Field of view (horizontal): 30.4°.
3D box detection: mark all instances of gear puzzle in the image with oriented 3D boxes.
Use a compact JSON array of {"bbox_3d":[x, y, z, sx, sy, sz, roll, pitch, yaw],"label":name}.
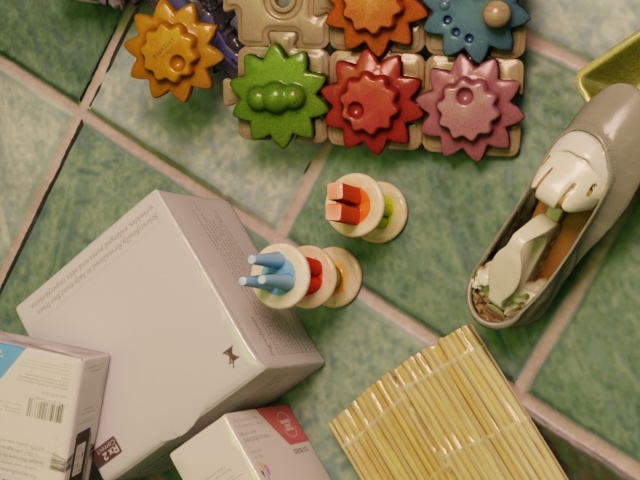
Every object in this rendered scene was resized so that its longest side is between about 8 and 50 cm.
[{"bbox_3d":[-0.004,-0.157,0.948,0.339,0.044,0.175,5,105,14],"label":"gear puzzle"}]

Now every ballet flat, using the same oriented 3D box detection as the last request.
[{"bbox_3d":[0.174,-0.018,0.868,0.072,0.068,0.213,42,122,28],"label":"ballet flat"}]

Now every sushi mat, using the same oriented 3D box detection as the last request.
[{"bbox_3d":[0.139,0.235,0.927,0.151,0.019,0.316,-37,72,20],"label":"sushi mat"}]

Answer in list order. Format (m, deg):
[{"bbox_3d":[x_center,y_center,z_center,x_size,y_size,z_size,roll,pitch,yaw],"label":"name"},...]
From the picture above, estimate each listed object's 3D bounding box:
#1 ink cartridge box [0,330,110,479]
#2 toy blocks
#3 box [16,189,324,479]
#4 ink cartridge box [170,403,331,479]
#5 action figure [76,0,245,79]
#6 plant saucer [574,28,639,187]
[{"bbox_3d":[-0.241,0.170,0.945,0.104,0.060,0.180,11,92,11],"label":"ink cartridge box"},{"bbox_3d":[0.000,0.000,0.936,0.054,0.148,0.123,39,104,22],"label":"toy blocks"},{"bbox_3d":[-0.129,0.082,1.009,0.181,0.119,0.182,-37,72,18],"label":"box"},{"bbox_3d":[-0.025,0.236,0.953,0.067,0.115,0.198,-37,74,19],"label":"ink cartridge box"},{"bbox_3d":[-0.107,-0.299,1.035,0.330,0.178,0.341,-32,104,26],"label":"action figure"},{"bbox_3d":[0.312,-0.093,0.850,0.188,0.045,0.188,-34,74,20],"label":"plant saucer"}]
